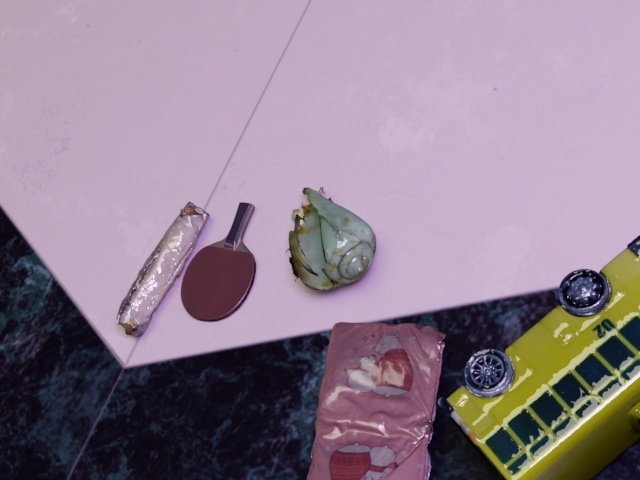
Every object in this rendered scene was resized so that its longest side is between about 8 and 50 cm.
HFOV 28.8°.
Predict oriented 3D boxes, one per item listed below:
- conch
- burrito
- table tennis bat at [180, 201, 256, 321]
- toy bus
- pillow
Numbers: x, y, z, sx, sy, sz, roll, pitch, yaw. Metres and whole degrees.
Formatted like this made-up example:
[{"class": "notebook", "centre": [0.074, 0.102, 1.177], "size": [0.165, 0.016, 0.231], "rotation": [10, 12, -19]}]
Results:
[{"class": "conch", "centre": [0.000, 0.000, 1.439], "size": [0.106, 0.079, 0.170], "rotation": [-35, 38, -5]}, {"class": "burrito", "centre": [-0.193, 0.034, 1.522], "size": [0.045, 0.041, 0.185], "rotation": [34, 74, -8]}, {"class": "table tennis bat", "centre": [-0.115, 0.026, 1.507], "size": [0.095, 0.014, 0.158], "rotation": [9, 68, 29]}, {"class": "toy bus", "centre": [0.263, 0.134, 1.208], "size": [0.262, 0.128, 0.150], "rotation": [-40, 55, 0]}, {"class": "pillow", "centre": [0.058, 0.197, 1.312], "size": [0.135, 0.049, 0.248], "rotation": [-3, 57, 21]}]
